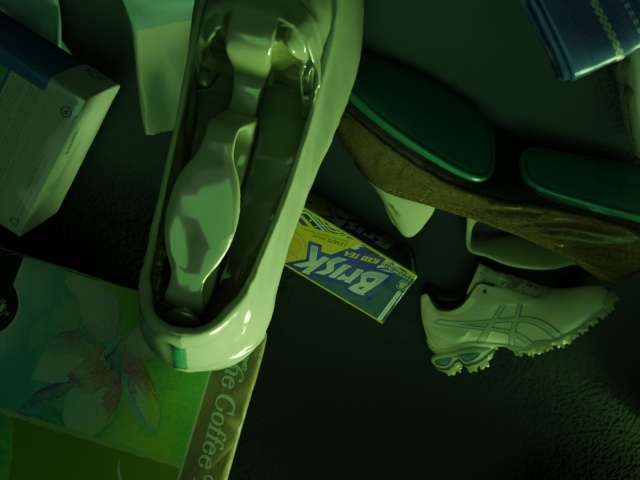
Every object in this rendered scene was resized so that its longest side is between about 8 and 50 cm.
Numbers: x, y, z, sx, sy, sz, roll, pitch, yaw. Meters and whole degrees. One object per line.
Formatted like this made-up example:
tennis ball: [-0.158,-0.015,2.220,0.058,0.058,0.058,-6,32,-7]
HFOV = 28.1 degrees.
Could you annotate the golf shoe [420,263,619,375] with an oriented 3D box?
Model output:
golf shoe: [0.167,0.057,1.115,0.176,0.069,0.086,-19,101,23]

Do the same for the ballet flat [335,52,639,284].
ballet flat: [0.135,-0.043,1.076,0.342,0.116,0.124,19,131,-10]

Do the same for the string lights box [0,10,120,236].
string lights box: [-0.309,-0.132,1.029,0.259,0.077,0.133,33,111,3]

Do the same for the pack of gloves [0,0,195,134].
pack of gloves: [-0.186,-0.187,1.048,0.195,0.046,0.232,-8,112,6]

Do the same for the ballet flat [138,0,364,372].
ballet flat: [-0.052,-0.098,0.947,0.139,0.139,0.400,14,84,-4]

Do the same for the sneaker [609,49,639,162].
sneaker: [0.312,-0.211,0.978,0.180,0.124,0.321,-5,112,5]

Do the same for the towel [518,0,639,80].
towel: [0.260,-0.290,0.892,0.336,0.040,0.243,-29,97,2]

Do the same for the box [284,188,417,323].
box: [0.000,0.000,1.115,0.169,0.054,0.059,31,111,-11]

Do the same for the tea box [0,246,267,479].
tea box: [-0.250,0.203,1.034,0.323,0.329,0.220,17,157,-7]
